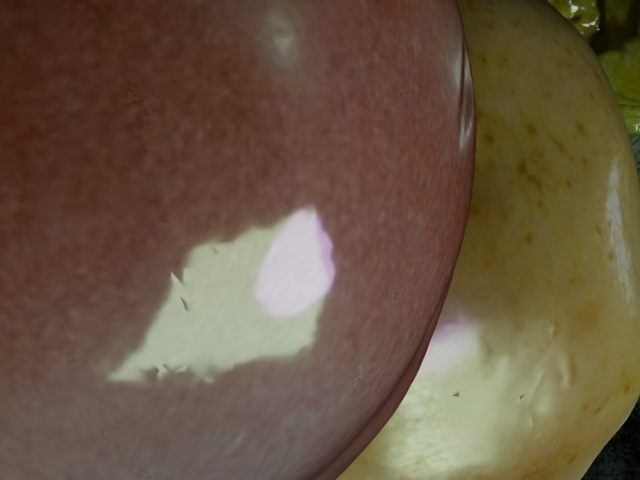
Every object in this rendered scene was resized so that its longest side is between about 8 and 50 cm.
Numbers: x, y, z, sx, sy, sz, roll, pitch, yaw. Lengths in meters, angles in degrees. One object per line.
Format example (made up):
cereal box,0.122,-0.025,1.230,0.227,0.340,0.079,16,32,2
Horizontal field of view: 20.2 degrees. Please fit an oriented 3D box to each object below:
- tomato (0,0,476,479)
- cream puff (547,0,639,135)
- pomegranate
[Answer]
tomato,-0.086,-0.007,0.673,0.341,0.272,0.341,-20,165,-6
cream puff,0.194,-0.210,1.103,0.323,0.274,0.270,-50,168,17
pomegranate,0.000,0.000,1.028,0.411,0.411,0.411,-35,160,-15
